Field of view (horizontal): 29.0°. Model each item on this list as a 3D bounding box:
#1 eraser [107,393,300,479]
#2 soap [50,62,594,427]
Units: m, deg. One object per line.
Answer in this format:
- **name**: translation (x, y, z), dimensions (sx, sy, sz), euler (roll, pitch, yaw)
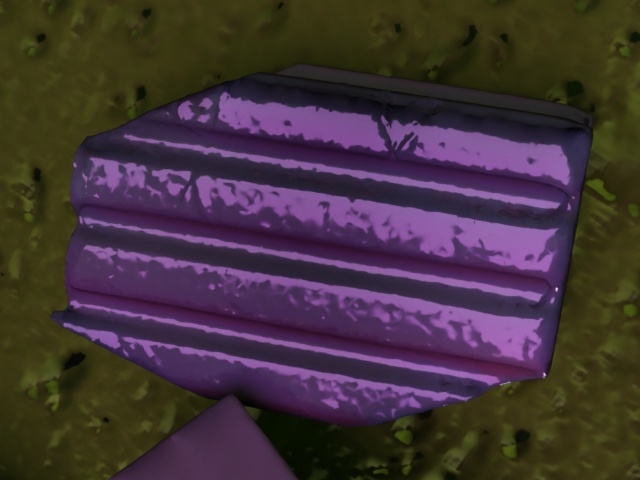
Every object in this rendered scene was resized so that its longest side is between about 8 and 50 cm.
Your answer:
- **eraser**: translation (0.024, 0.155, 0.346), dimensions (0.052, 0.095, 0.225), euler (-34, 70, -17)
- **soap**: translation (0.000, 0.000, 0.371), dimensions (0.149, 0.056, 0.100), euler (9, 104, 10)
